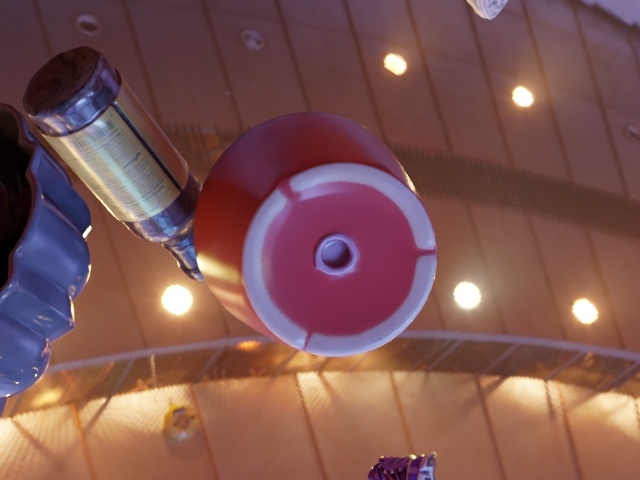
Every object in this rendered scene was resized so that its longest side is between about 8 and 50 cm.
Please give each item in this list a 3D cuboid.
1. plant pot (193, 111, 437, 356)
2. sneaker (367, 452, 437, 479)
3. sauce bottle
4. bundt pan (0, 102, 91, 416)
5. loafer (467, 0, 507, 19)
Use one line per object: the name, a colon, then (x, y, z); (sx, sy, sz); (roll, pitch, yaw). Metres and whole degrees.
plant pot: (0.000, 0.000, 1.033); (0.275, 0.274, 0.243); (23, -175, -12)
sneaker: (0.094, 0.284, 1.132); (0.071, 0.170, 0.068); (11, -108, -4)
sauce bottle: (-0.211, -0.071, 1.130); (0.344, 0.111, 0.111); (59, -157, -45)
bundt pan: (-0.340, 0.038, 0.858); (0.124, 0.331, 0.330); (44, -152, -50)
loafer: (0.226, -0.448, 1.426); (0.111, 0.319, 0.112); (33, -100, 26)
